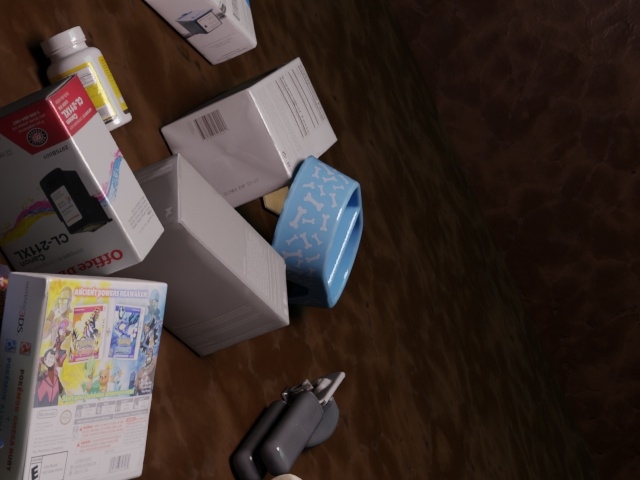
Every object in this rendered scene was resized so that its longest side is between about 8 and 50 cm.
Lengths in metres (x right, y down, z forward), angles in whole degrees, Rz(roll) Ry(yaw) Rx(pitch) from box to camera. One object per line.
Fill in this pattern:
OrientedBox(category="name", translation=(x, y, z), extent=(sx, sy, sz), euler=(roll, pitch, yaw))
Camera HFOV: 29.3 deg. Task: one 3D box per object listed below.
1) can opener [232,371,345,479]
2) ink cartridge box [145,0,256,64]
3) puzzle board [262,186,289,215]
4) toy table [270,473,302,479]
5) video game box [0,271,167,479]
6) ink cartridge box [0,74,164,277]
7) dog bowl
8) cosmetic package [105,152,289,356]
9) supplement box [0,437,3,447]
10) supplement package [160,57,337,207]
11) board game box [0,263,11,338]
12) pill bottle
OrientedBox(category="can opener", translation=(-0.024, 0.241, 1.524), extent=(0.095, 0.076, 0.283), euler=(65, 20, -9))
OrientedBox(category="ink cartridge box", translation=(-0.176, -0.360, 1.730), extent=(0.190, 0.082, 0.140), euler=(38, 36, -54))
OrientedBox(category="puzzle board", translation=(-0.075, -0.095, 1.836), extent=(0.096, 0.011, 0.128), euler=(27, 45, -61))
OrientedBox(category="toy table", translation=(-0.073, 0.360, 1.140), extent=(0.274, 0.161, 0.252), euler=(27, 46, -64))
OrientedBox(category="video game box", translation=(-0.210, 0.123, 1.070), extent=(0.205, 0.048, 0.187), euler=(11, 89, -69))
OrientedBox(category="ink cartridge box", translation=(-0.246, -0.046, 1.138), extent=(0.175, 0.127, 0.072), euler=(62, 21, -18))
OrientedBox(category="dog bowl", translation=(0.000, 0.000, 1.636), extent=(0.297, 0.074, 0.166), euler=(77, 33, -72))
OrientedBox(category="cosmetic package", translation=(-0.144, 0.022, 1.353), extent=(0.238, 0.127, 0.107), euler=(52, 26, -45))
OrientedBox(category="supplement box", translation=(-0.296, 0.141, 0.916), extent=(0.083, 0.056, 0.083), euler=(66, 19, -8))
OrientedBox(category="supplement package", translation=(-0.089, -0.143, 1.645), extent=(0.134, 0.139, 0.244), euler=(65, 20, -10))
OrientedBox(category="board game box", translation=(-0.314, 0.023, 0.989), extent=(0.194, 0.060, 0.194), euler=(27, 45, -64))
OrientedBox(category="pill bottle", translation=(-0.258, -0.171, 1.333), extent=(0.116, 0.065, 0.065), euler=(66, 19, -10))
